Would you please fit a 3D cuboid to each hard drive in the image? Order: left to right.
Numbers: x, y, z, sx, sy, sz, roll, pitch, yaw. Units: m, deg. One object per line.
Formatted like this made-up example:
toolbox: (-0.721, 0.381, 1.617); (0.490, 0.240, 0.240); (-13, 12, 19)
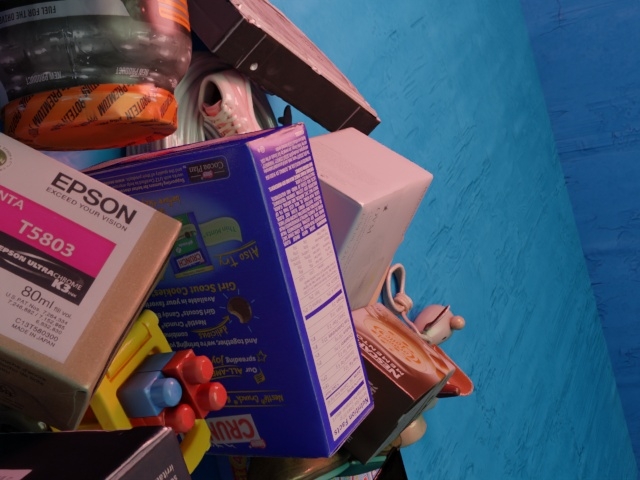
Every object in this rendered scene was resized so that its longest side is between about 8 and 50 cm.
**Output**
hard drive: (-0.076, -0.261, 1.191); (0.237, 0.064, 0.339); (52, 15, 31)

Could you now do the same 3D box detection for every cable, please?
cable: (-0.136, -0.107, 1.153); (0.257, 0.089, 0.257); (28, 60, -55)

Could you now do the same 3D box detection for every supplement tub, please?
supplement tub: (-0.235, -0.265, 0.892); (0.207, 0.207, 0.337); (0, 83, -61)

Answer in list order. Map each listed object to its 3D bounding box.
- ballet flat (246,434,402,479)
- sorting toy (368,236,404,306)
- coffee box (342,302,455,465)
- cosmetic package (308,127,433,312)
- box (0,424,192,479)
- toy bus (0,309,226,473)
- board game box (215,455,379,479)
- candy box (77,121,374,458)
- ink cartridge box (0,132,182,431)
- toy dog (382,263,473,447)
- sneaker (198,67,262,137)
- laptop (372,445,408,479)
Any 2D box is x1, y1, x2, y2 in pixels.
ballet flat: (-0.003, 0.237, 1.121); (0.342, 0.116, 0.124); (4, 59, -61)
sorting toy: (0.063, -0.004, 1.543); (0.193, 0.038, 0.208); (62, 39, -32)
coffee box: (0.064, 0.165, 1.135); (0.141, 0.098, 0.246); (40, 13, 13)
cosmetic package: (0.000, 0.000, 1.128); (0.225, 0.138, 0.224); (-28, 146, -61)
box: (-0.217, 0.358, 0.680); (0.212, 0.294, 0.395); (-38, 116, -57)
toy bus: (-0.179, 0.175, 0.881); (0.149, 0.211, 0.220); (-55, 131, -53)
board game box: (-0.027, 0.231, 1.263); (0.302, 0.086, 0.308); (-22, 102, -60)
candy box: (-0.111, 0.059, 0.970); (0.122, 0.268, 0.317); (-30, 110, -55)
ink cartridge box: (-0.261, 0.020, 0.767); (0.235, 0.088, 0.193); (26, 49, -6)
toy dog: (0.190, 0.200, 1.583); (0.220, 0.161, 0.333); (60, 36, -35)
sneaker: (-0.105, -0.132, 1.073); (0.070, 0.051, 0.134); (-20, 98, -58)
laptop: (-0.037, 0.502, 1.026); (0.236, 0.408, 0.381); (-120, -166, -73)
